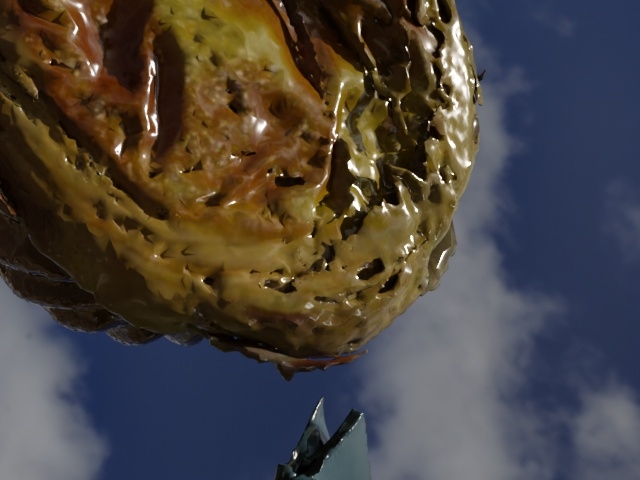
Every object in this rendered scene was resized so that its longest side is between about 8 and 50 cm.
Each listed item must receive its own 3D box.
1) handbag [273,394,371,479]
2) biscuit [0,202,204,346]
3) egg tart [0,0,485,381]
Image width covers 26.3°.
[{"bbox_3d":[-0.033,0.204,0.762,0.057,0.144,0.221,20,-139,18],"label":"handbag"},{"bbox_3d":[-0.062,-0.027,0.916,0.325,0.325,0.107,-35,-119,20],"label":"biscuit"},{"bbox_3d":[-0.050,-0.075,0.633,0.132,0.297,0.297,-28,-132,53],"label":"egg tart"}]
